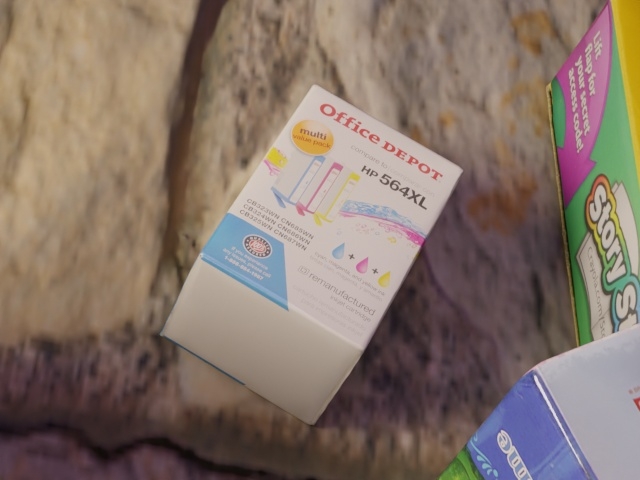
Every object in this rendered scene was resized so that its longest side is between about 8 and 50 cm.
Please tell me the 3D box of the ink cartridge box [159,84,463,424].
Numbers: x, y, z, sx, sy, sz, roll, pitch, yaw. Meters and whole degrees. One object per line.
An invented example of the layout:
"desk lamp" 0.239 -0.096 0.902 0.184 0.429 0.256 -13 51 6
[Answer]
"ink cartridge box" 0.000 0.000 0.841 0.092 0.090 0.143 30 56 1

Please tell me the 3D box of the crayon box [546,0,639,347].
"crayon box" 0.300 0.057 0.901 0.313 0.106 0.362 7 58 -14

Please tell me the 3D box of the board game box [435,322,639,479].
"board game box" 0.118 0.236 0.600 0.066 0.318 0.318 -17 66 -25

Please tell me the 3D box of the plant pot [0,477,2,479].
"plant pot" -0.241 0.130 0.600 0.239 0.254 0.254 -36 76 -18
